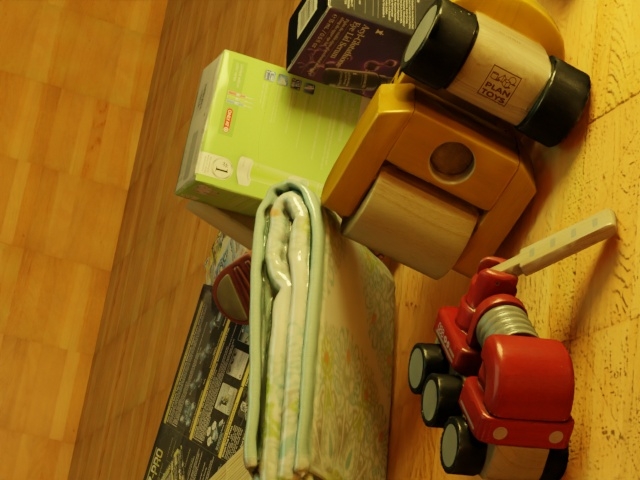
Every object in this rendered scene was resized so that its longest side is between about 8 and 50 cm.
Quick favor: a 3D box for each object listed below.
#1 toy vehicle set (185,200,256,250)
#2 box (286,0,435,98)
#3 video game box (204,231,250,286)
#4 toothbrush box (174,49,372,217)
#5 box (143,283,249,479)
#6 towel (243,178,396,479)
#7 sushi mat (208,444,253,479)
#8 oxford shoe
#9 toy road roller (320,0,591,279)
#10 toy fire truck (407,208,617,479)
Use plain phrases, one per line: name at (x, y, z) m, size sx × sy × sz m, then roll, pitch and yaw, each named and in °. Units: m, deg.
toy vehicle set at (-0.081, -0.100, 2.159) m, size 0.035 × 0.166 × 0.267 m, roll -50°, pitch 8°, yaw 49°
box at (0.074, -0.290, 1.939) m, size 0.153 × 0.207 × 0.108 m, roll 127°, pitch 152°, yaw -50°
video game box at (-0.166, 0.039, 2.621) m, size 0.187 × 0.048 × 0.205 m, roll -61°, pitch 22°, yaw 28°
toothbrush box at (-0.051, -0.136, 2.053) m, size 0.122 × 0.283 × 0.206 m, roll 155°, pitch 127°, yaw -68°
box at (-0.133, 0.288, 2.109) m, size 0.318 × 0.097 × 0.394 m, roll 15°, pitch 88°, yaw 55°
towel at (0.003, 0.154, 1.665) m, size 0.320 × 0.090 × 0.374 m, roll 49°, pitch -138°, yaw -61°
sushi mat at (-0.134, 0.368, 1.943) m, size 0.316 × 0.019 × 0.151 m, roll -47°, pitch 24°, yaw 32°
oxford shoe at (0.000, 0.000, 1.974) m, size 0.348 × 0.123 × 0.130 m, roll -26°, pitch 6°, yaw 29°
toy road roller at (0.157, -0.143, 1.615) m, size 0.329 × 0.203 × 0.240 m, roll -60°, pitch 11°, yaw 24°
toy fire truck at (0.207, 0.092, 1.380) m, size 0.217 × 0.159 × 0.246 m, roll -110°, pitch 29°, yaw -61°
